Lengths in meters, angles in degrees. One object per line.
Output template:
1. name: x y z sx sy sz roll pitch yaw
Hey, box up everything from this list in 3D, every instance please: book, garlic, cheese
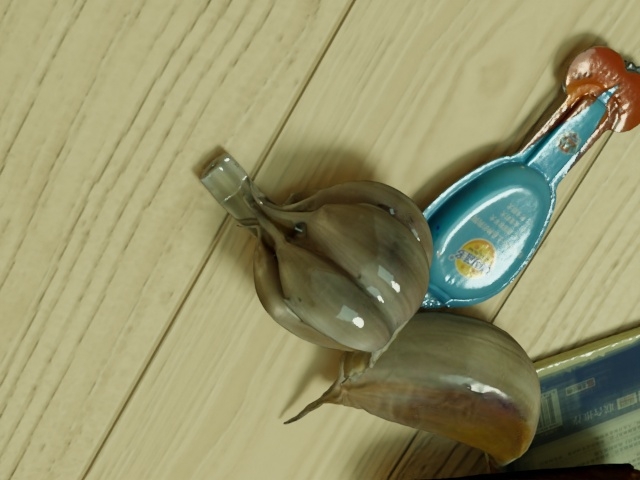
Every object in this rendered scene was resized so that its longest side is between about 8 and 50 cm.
1. book: 0.264 0.222 1.344 0.228 0.018 0.323 -17 120 -7
2. garlic: 0.082 0.119 1.194 0.198 0.090 0.129 8 126 -14
3. cheese: 0.158 -0.043 1.166 0.106 0.037 0.256 36 99 -30
4. garlic: 0.000 0.000 1.102 0.194 0.127 0.131 47 64 -3

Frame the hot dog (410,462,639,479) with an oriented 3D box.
1. hot dog: 0.164 0.238 1.242 0.226 0.160 0.099 -1 75 -4
